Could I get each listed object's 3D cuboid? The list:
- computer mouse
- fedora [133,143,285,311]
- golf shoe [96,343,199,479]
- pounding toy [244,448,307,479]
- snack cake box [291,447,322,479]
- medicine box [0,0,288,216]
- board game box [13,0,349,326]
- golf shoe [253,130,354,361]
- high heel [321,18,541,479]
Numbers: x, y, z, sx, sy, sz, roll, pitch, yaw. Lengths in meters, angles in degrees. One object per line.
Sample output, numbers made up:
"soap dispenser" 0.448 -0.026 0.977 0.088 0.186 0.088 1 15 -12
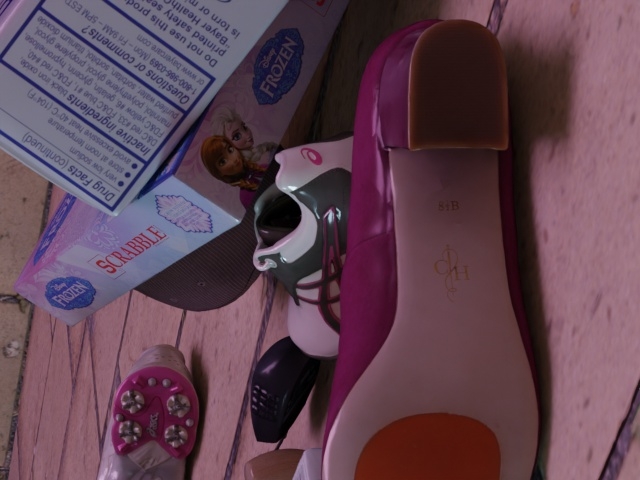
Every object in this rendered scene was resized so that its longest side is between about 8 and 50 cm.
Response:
"computer mouse" -0.045 0.162 1.515 0.071 0.041 0.242 -51 -17 -44
"fedora" -0.101 -0.029 1.596 0.275 0.124 0.244 -38 26 41
"golf shoe" -0.200 0.258 2.030 0.140 0.115 0.306 -94 20 -67
"pounding toy" -0.084 0.303 1.455 0.155 0.154 0.269 -158 73 -75
"snack cake box" 0.008 0.278 1.244 0.264 0.089 0.152 111 155 -49
"medicine box" -0.128 -0.203 1.302 0.289 0.149 0.263 -50 19 11
"board game box" -0.097 -0.111 1.414 0.318 0.066 0.319 -30 30 55
"golf shoe" 0.000 0.000 1.299 0.273 0.120 0.105 114 154 -55
"high heel" 0.066 0.054 1.086 0.181 0.127 0.377 -162 80 -87
